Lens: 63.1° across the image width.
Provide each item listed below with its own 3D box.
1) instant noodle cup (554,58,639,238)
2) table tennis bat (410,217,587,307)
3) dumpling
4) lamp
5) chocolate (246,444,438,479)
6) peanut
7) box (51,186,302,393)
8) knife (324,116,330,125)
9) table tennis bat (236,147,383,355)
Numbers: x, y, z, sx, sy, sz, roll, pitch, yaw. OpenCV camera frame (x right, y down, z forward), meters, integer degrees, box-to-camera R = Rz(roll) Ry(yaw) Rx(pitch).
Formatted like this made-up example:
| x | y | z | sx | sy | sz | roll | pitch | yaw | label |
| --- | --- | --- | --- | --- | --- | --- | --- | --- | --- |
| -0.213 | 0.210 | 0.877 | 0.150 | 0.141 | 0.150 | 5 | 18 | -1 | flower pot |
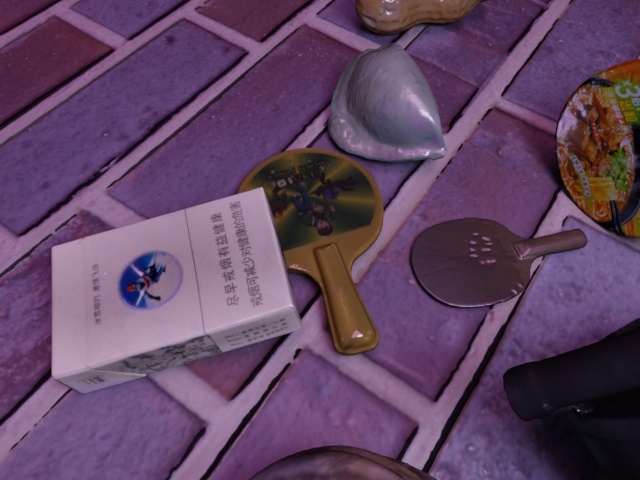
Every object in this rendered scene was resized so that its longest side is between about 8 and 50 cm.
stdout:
| x | y | z | sx | sy | sz | roll | pitch | yaw | label |
| --- | --- | --- | --- | --- | --- | --- | --- | --- | --- |
| 0.460 | -0.138 | 0.678 | 0.182 | 0.230 | 0.230 | -25 | 62 | -27 | instant noodle cup |
| 0.234 | 0.020 | 0.679 | 0.234 | 0.022 | 0.131 | -11 | 58 | -6 | table tennis bat |
| 0.099 | -0.188 | 0.769 | 0.105 | 0.149 | 0.216 | 0 | 55 | -49 | dumpling |
| 0.347 | 0.187 | 0.429 | 0.374 | 0.205 | 0.272 | 2 | 61 | -48 | lamp |
| 0.025 | 0.295 | 0.386 | 0.303 | 0.213 | 0.303 | 1 | 56 | -1 | chocolate |
| 0.184 | -0.429 | 0.909 | 0.263 | 0.101 | 0.117 | -12 | 79 | -10 | peanut |
| -0.165 | 0.054 | 0.593 | 0.256 | 0.069 | 0.164 | -16 | 60 | -2 | box |
| 0.070 | -0.224 | 0.830 | 0.170 | 0.010 | 0.023 | -36 | 66 | -20 | knife |
| 0.000 | 0.000 | 0.670 | 0.198 | 0.050 | 0.321 | -14 | 56 | -8 | table tennis bat |
